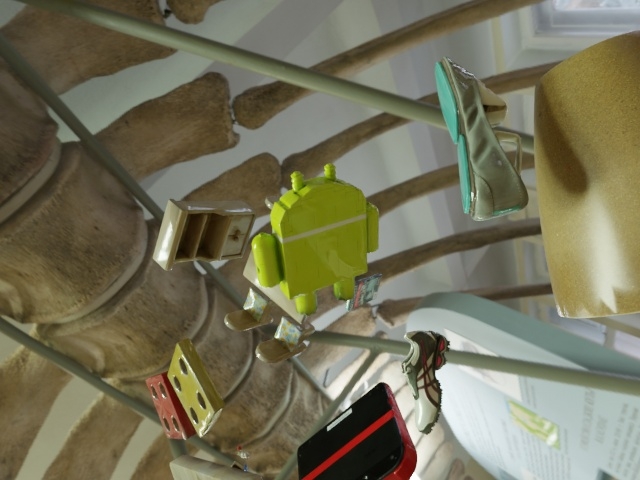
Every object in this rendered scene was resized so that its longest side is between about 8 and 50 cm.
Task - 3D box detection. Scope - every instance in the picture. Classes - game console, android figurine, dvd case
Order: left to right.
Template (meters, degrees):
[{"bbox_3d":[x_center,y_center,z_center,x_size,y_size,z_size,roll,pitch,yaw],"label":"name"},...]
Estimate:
[{"bbox_3d":[0.000,0.000,0.835,0.248,0.056,0.272,-19,-59,-21],"label":"android figurine"},{"bbox_3d":[0.088,0.628,1.355,0.386,0.342,0.060,-41,-73,9],"label":"game console"},{"bbox_3d":[0.123,0.144,1.324,0.120,0.013,0.087,-15,-53,-39],"label":"dvd case"}]

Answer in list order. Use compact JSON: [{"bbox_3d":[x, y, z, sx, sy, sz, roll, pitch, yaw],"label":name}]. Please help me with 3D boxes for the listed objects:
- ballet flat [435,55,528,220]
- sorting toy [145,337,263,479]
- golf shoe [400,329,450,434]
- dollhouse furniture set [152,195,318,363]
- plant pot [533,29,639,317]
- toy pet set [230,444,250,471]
[{"bbox_3d":[0.171,-0.115,0.500,0.072,0.068,0.213,67,-162,-59],"label":"ballet flat"},{"bbox_3d":[-0.062,0.199,0.280,0.046,0.132,0.274,-18,-95,-38],"label":"sorting toy"},{"bbox_3d":[0.271,0.380,1.278,0.105,0.120,0.272,127,152,-76],"label":"golf shoe"},{"bbox_3d":[-0.184,0.056,1.171,0.257,0.394,0.362,-7,-54,-52],"label":"dollhouse furniture set"},{"bbox_3d":[0.332,-0.074,0.491,0.237,0.237,0.254,-9,-100,-45],"label":"plant pot"},{"bbox_3d":[-0.252,0.705,1.419,0.122,0.065,0.114,-50,-21,-35],"label":"toy pet set"}]
